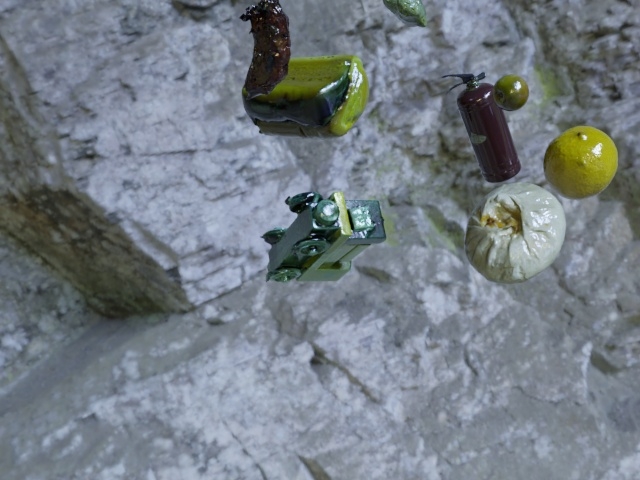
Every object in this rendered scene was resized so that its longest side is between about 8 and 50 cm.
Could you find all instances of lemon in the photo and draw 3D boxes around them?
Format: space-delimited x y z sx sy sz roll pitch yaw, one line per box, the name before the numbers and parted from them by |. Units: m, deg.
lemon | 0.654 -0.191 1.662 0.178 0.203 0.178 -8 49 9

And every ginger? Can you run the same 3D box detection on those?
ginger | 0.234 -0.685 1.896 0.089 0.137 0.290 -28 38 11

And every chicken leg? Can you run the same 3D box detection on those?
chicken leg | -0.107 -0.378 1.300 0.105 0.234 0.063 21 41 23

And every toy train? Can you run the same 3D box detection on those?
toy train | 0.000 0.000 1.725 0.253 0.160 0.397 0 -23 -24

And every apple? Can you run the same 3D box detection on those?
apple | 0.461 -0.358 1.601 0.074 0.090 0.089 -20 9 -23

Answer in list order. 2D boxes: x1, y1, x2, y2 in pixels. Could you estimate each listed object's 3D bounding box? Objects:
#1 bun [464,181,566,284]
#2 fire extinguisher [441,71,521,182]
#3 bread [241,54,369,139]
bun | 0.369 -0.026 1.291 0.222 0.127 0.222 -28 40 26
fire extinguisher | 0.451 -0.326 1.836 0.135 0.337 0.114 -19 28 14
bread | -0.041 -0.401 1.865 0.376 0.208 0.251 8 51 40
